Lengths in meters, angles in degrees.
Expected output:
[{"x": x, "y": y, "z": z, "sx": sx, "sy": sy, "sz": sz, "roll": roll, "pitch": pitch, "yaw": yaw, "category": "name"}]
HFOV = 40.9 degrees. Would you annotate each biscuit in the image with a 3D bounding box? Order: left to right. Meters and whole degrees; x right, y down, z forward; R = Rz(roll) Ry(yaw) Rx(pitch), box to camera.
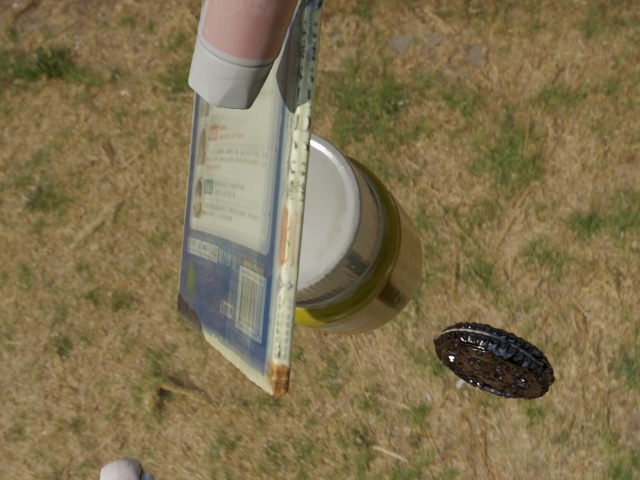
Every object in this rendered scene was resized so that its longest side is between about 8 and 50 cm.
[{"x": 0.271, "y": 0.189, "z": 1.340, "sx": 0.195, "sy": 0.194, "sz": 0.053, "roll": 17, "pitch": 63, "yaw": 24, "category": "biscuit"}]

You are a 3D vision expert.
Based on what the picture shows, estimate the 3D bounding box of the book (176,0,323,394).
[{"x": -0.050, "y": -0.084, "z": 0.577, "sx": 0.018, "sy": 0.228, "sz": 0.322, "roll": 3, "pitch": 97, "yaw": -24, "category": "book"}]

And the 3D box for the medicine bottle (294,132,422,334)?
[{"x": 0.000, "y": 0.000, "z": 1.101, "sx": 0.224, "sy": 0.384, "sz": 0.224, "roll": -3, "pitch": 79, "yaw": 13, "category": "medicine bottle"}]

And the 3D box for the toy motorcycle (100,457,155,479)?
[{"x": -0.209, "y": 0.378, "z": 0.980, "sx": 0.112, "sy": 0.112, "sz": 0.254, "roll": -13, "pitch": 83, "yaw": 9, "category": "toy motorcycle"}]

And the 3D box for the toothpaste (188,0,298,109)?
[{"x": -0.020, "y": -0.149, "z": 0.396, "sx": 0.067, "sy": 0.194, "sz": 0.043, "roll": -10, "pitch": 51, "yaw": -36, "category": "toothpaste"}]
